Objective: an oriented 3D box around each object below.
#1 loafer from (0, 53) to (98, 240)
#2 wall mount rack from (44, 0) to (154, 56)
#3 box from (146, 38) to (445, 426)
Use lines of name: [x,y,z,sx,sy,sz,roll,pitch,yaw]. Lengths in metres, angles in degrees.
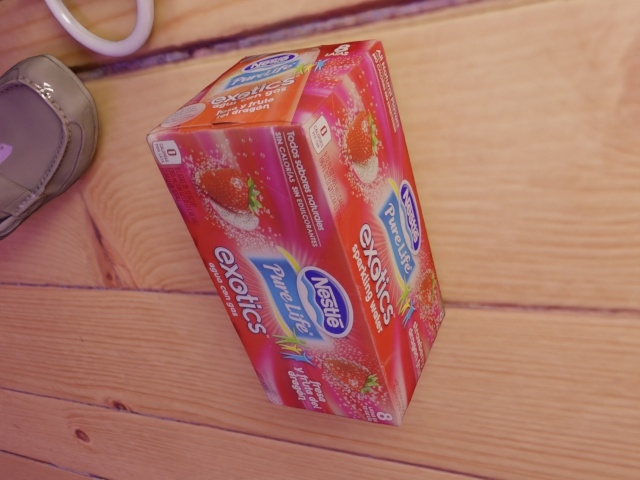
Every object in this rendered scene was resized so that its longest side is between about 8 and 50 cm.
loafer: [-0.314,-0.062,0.618,0.112,0.111,0.319,45,135,-12]
wall mount rack: [-0.272,-0.259,0.411,0.304,0.130,0.350,0,126,31]
box: [0.000,0.000,0.474,0.122,0.128,0.257,2,127,29]
